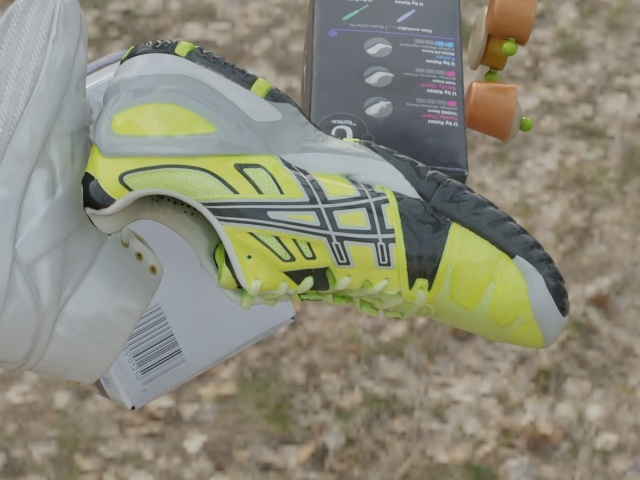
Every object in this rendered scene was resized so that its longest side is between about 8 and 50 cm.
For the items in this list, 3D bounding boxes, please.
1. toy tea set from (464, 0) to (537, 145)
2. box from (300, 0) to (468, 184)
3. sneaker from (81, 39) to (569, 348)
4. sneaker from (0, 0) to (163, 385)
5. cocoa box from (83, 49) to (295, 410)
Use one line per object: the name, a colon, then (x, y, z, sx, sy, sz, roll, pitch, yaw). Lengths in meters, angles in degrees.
toy tea set: (0.270, -0.288, 2.141, 0.124, 0.336, 0.200, 11, 18, -4)
box: (0.053, -0.115, 1.565, 0.143, 0.165, 0.270, 4, 50, -3)
sneaker: (0.000, 0.000, 1.262, 0.384, 0.145, 0.147, 26, 71, 0)
sneaker: (-0.195, -0.036, 1.294, 0.108, 0.293, 0.169, -1, -18, 46)
cocoa box: (-0.227, -0.020, 1.928, 0.231, 0.347, 0.228, -30, 16, -22)
